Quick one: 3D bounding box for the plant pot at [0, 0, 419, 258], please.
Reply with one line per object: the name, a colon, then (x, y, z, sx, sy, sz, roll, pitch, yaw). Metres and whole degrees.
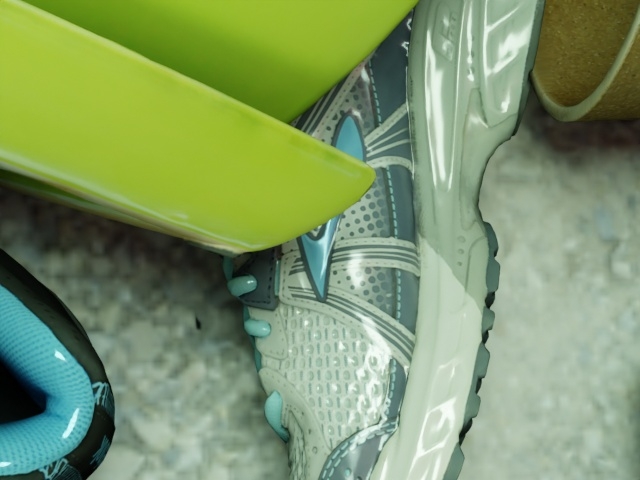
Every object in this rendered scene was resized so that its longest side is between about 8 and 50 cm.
plant pot: (-0.091, -0.124, 0.515, 0.228, 0.227, 0.207, 22, 85, -45)

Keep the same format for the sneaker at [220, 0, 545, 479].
sneaker: (0.000, 0.000, 0.634, 0.122, 0.110, 0.283, 10, 76, -1)

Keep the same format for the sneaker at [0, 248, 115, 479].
sneaker: (-0.215, -0.010, 0.535, 0.341, 0.140, 0.125, 22, 80, -13)

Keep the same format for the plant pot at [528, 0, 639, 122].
plant pot: (0.216, -0.148, 0.609, 0.254, 0.237, 0.237, 5, 82, -6)
